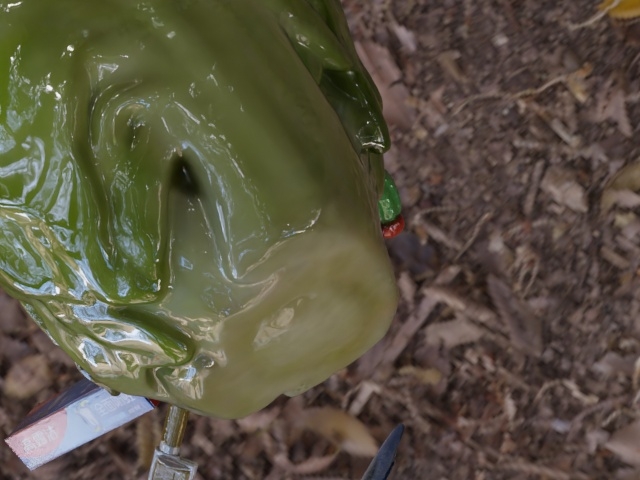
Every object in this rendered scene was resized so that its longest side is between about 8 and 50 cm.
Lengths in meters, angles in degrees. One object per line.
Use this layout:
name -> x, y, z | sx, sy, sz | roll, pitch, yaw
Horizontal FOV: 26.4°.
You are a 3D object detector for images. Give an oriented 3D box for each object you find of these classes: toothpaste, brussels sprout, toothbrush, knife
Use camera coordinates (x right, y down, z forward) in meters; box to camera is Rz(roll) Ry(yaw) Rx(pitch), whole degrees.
toothpaste -> -0.308, 0.223, 1.821 | 0.066, 0.076, 0.320 | 50, 135, -10
brussels sprout -> -0.087, -0.072, 0.756 | 0.247, 0.328, 0.328 | -35, 92, 13
toothbrush -> 0.002, 0.353, 1.448 | 0.042, 0.413, 0.035 | 32, 144, 3
knife -> -0.144, 0.222, 1.339 | 0.046, 0.022, 0.256 | 17, 114, 4

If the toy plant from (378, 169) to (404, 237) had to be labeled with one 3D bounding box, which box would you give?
toy plant -> 0.005, -0.012, 1.267 | 0.155, 0.240, 0.088 | -52, 44, 11
